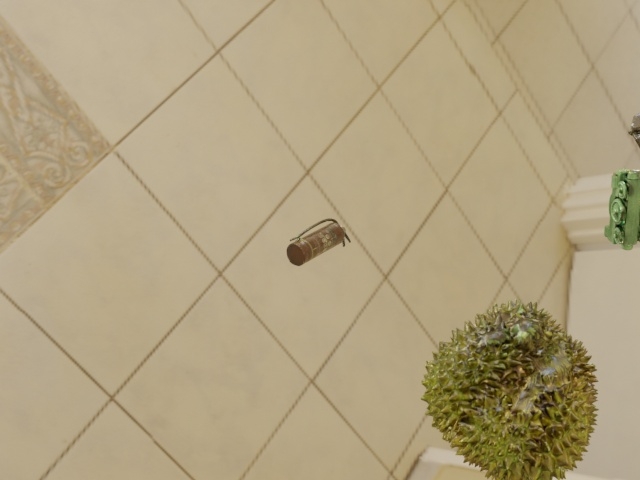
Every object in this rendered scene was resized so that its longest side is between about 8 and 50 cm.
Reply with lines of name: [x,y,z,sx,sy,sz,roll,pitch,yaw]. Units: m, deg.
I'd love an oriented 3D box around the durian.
durian: [0.288,0.235,1.232,0.291,0.224,0.291,1,67,-3]

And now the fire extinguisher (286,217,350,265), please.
fire extinguisher: [0.000,0.000,1.422,0.158,0.043,0.064,-29,101,-51]

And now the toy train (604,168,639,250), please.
toy train: [0.657,-0.071,1.707,0.071,0.104,0.178,-4,111,-1]

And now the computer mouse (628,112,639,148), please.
computer mouse: [0.699,-0.210,1.589,0.192,0.062,0.105,2,72,-32]
